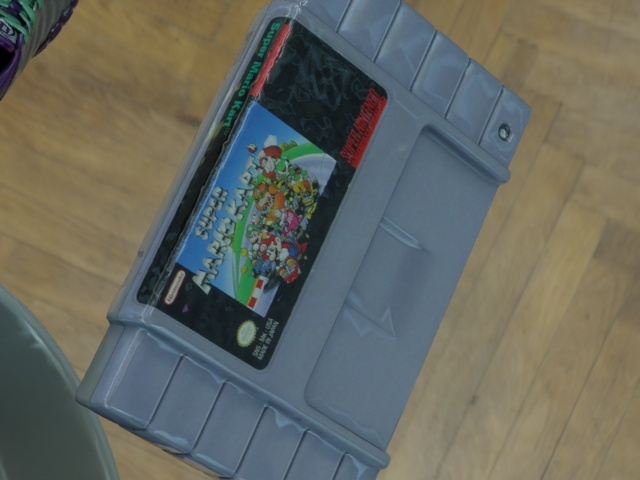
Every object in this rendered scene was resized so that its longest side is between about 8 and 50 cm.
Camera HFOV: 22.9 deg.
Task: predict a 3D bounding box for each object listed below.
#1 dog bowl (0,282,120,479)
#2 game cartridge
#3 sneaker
[{"bbox_3d":[-0.254,0.166,1.103,0.102,0.349,0.349,-24,74,15],"label":"dog bowl"},{"bbox_3d":[0.000,0.000,1.083,0.068,0.230,0.355,4,64,51],"label":"game cartridge"},{"bbox_3d":[-0.217,-0.162,1.135,0.083,0.098,0.224,32,75,-23],"label":"sneaker"}]
